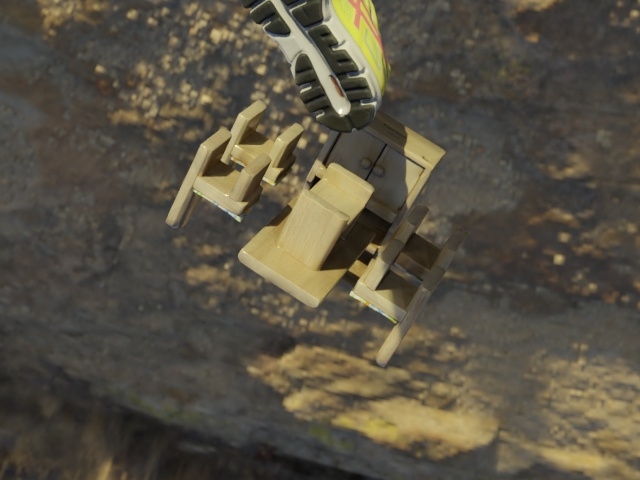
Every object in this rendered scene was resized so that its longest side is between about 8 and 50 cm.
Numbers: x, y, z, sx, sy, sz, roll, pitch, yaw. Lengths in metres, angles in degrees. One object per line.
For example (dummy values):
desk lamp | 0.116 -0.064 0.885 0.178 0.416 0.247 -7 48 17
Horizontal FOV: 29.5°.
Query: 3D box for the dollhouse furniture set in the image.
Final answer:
dollhouse furniture set | 0.000 0.000 1.056 0.212 0.242 0.161 33 121 6

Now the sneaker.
sneaker | -0.003 -0.195 0.989 0.081 0.094 0.208 -11 112 32
